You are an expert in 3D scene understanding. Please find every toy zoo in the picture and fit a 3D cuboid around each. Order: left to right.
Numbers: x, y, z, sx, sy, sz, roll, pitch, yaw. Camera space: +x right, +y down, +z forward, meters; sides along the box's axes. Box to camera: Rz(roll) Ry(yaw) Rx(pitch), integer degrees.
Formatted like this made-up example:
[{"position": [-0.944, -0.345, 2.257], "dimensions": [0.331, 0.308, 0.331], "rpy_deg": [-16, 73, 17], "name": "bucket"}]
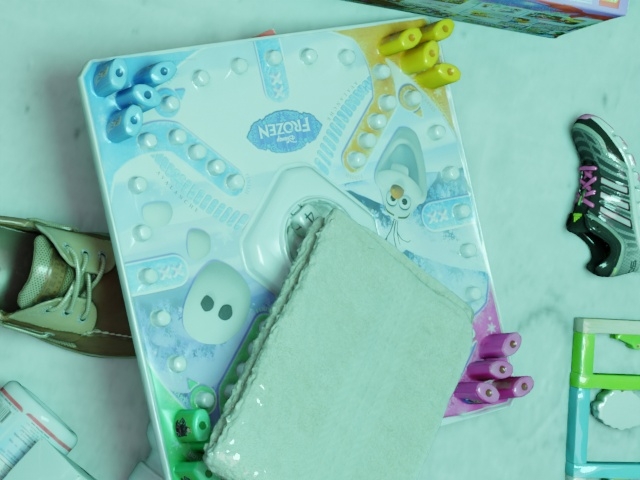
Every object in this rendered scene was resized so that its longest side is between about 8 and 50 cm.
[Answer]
[{"position": [0.339, 0.227, 1.852], "dimensions": [0.192, 0.030, 0.293], "rpy_deg": [2, 90, -12], "name": "toy zoo"}]

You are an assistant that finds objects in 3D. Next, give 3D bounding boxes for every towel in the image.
[{"position": [0.021, 0.126, 1.603], "dimensions": [0.187, 0.049, 0.282], "rpy_deg": [38, 57, -18], "name": "towel"}]

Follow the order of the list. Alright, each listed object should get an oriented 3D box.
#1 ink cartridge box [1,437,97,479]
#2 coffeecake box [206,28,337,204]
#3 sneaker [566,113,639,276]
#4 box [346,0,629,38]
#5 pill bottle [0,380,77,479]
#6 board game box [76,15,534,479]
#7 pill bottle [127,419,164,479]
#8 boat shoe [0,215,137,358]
[{"position": [-0.235, 0.264, 1.692], "dimensions": [0.104, 0.181, 0.061], "rpy_deg": [-46, 59, -7], "name": "ink cartridge box"}, {"position": [-0.098, -0.093, 1.713], "dimensions": [0.185, 0.068, 0.142], "rpy_deg": [-29, 97, -30], "name": "coffeecake box"}, {"position": [0.273, -0.038, 1.818], "dimensions": [0.075, 0.063, 0.170], "rpy_deg": [-22, 100, -17], "name": "sneaker"}, {"position": [0.117, -0.248, 1.715], "dimensions": [0.293, 0.201, 0.057], "rpy_deg": [9, 89, -12], "name": "box"}, {"position": [-0.305, 0.212, 1.693], "dimensions": [0.087, 0.087, 0.160], "rpy_deg": [44, 83, -9], "name": "pill bottle"}, {"position": [0.000, 0.000, 1.684], "dimensions": [0.390, 0.050, 0.389], "rpy_deg": [-12, 88, -33], "name": "board game box"}, {"position": [-0.097, 0.169, 1.726], "dimensions": [0.103, 0.103, 0.184], "rpy_deg": [37, 84, -10], "name": "pill bottle"}, {"position": [-0.248, 0.040, 1.687], "dimensions": [0.324, 0.116, 0.123], "rpy_deg": [11, 89, -11], "name": "boat shoe"}]
